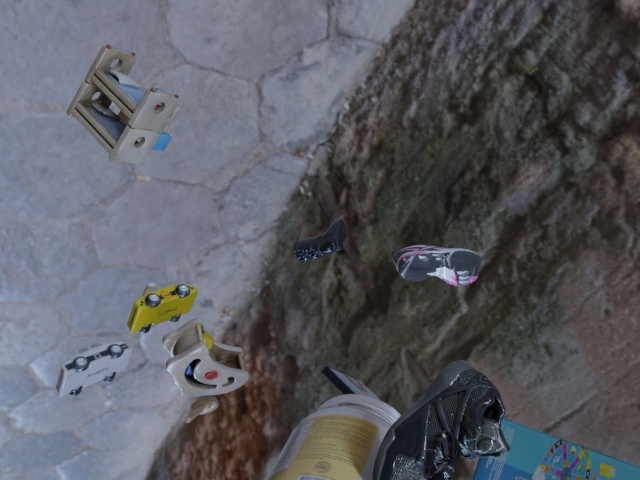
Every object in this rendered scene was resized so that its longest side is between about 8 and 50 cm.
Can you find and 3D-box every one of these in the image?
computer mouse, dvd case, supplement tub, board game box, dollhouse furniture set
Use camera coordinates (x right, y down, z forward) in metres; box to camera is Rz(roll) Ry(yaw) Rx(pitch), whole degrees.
[{"bbox_3d":[0.155,0.287,0.761,0.071,0.242,0.041,-33,106,6],"label":"computer mouse"},{"bbox_3d":[0.110,0.385,1.613,0.022,0.180,0.253,-49,152,0],"label":"dvd case"},{"bbox_3d":[0.026,0.423,1.082,0.241,0.241,0.331,-44,-179,26],"label":"supplement tub"},{"bbox_3d":[0.396,0.456,1.063,0.079,0.336,0.253,33,75,-40],"label":"board game box"},{"bbox_3d":[-0.272,-0.207,1.069,0.129,0.129,0.184,-53,158,19],"label":"dollhouse furniture set"}]

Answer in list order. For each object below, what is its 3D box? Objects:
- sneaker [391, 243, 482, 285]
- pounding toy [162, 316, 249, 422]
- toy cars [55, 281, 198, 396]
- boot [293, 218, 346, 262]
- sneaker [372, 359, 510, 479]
[{"bbox_3d":[0.210,0.032,1.222,0.178,0.077,0.072,8,110,-24],"label":"sneaker"},{"bbox_3d":[-0.239,0.303,1.470,0.154,0.154,0.269,-17,140,-5],"label":"pounding toy"},{"bbox_3d":[-0.472,0.218,1.601,0.394,0.087,0.176,-43,156,-16],"label":"toy cars"},{"bbox_3d":[0.000,0.000,1.416,0.099,0.121,0.045,-15,115,18],"label":"boot"},{"bbox_3d":[0.173,0.286,0.937,0.227,0.130,0.087,-47,124,-7],"label":"sneaker"}]
